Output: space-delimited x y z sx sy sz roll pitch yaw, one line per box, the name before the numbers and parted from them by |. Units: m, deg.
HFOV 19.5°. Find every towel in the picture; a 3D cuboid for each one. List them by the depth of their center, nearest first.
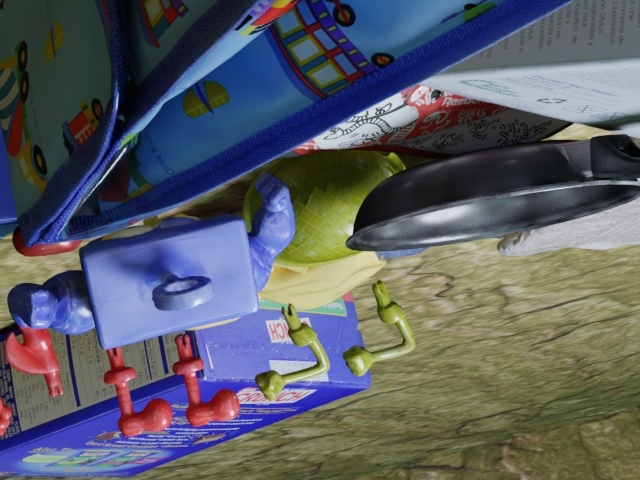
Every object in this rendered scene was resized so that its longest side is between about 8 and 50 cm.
towel | 0.296 -0.048 1.646 0.187 0.049 0.282 -5 163 -32

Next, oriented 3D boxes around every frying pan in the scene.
frying pan | 0.125 -0.036 1.137 0.197 0.053 0.326 -8 172 -14

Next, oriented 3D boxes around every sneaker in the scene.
sneaker | 0.074 -0.107 1.131 0.270 0.090 0.145 -6 168 -18

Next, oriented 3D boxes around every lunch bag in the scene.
lunch bag | -0.044 -0.141 0.639 0.138 0.221 0.293 -2 161 -37

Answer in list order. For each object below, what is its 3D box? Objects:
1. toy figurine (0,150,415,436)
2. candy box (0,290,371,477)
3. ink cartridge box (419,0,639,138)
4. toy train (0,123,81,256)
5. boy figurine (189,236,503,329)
toy figurine | -0.077 0.043 1.239 0.363 0.191 0.217 -11 -175 -14
candy box | -0.157 0.127 1.745 0.317 0.122 0.268 -21 163 30
ink cartridge box | 0.271 -0.097 1.003 0.330 0.071 0.324 0 174 44
toy train | -0.271 -0.029 1.124 0.248 0.105 0.143 -7 177 -25
boy figurine | 0.000 0.000 1.472 0.285 0.092 0.177 -17 165 15
